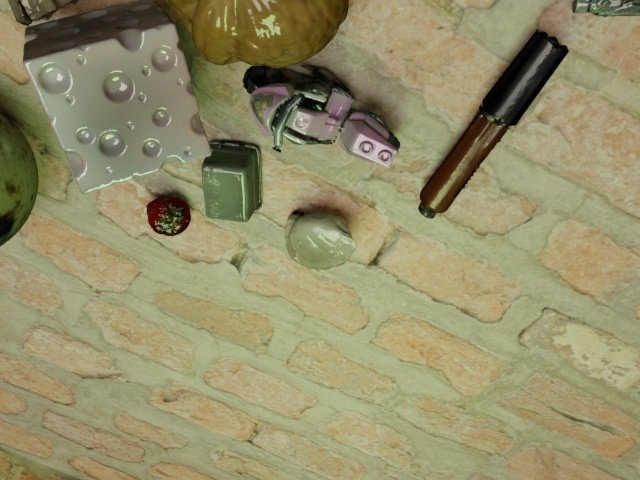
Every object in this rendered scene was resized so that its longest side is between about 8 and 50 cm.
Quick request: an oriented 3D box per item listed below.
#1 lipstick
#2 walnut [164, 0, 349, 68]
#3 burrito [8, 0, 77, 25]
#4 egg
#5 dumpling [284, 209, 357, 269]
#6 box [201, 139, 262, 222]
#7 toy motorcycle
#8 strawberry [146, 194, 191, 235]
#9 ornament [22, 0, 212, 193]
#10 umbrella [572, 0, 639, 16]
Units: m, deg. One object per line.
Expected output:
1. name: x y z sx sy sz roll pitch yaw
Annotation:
1. lipstick: 0.307 -0.200 1.121 0.077 0.077 0.418 25 129 -7
2. walnut: -0.101 -0.405 0.895 0.332 0.333 0.333 6 127 8
3. burrito: -0.542 -0.542 1.005 0.135 0.190 0.332 -31 124 -10
4. egg: -0.800 -0.115 1.256 0.345 0.345 0.428 41 127 -18
5. dumpling: -0.001 0.000 1.325 0.176 0.092 0.150 7 125 9
6. box: -0.195 -0.120 1.277 0.124 0.093 0.172 6 128 7
7. toy motorcycle: -0.001 -0.222 1.098 0.327 0.188 0.143 26 121 -7
8. strawberry: -0.351 -0.061 1.363 0.106 0.106 0.106 6 127 8
9. ornament: -0.359 -0.267 1.057 0.239 0.239 0.240 -20 126 -13
10. umbrella: 0.510 -0.386 0.958 0.188 0.046 0.050 7 117 12
